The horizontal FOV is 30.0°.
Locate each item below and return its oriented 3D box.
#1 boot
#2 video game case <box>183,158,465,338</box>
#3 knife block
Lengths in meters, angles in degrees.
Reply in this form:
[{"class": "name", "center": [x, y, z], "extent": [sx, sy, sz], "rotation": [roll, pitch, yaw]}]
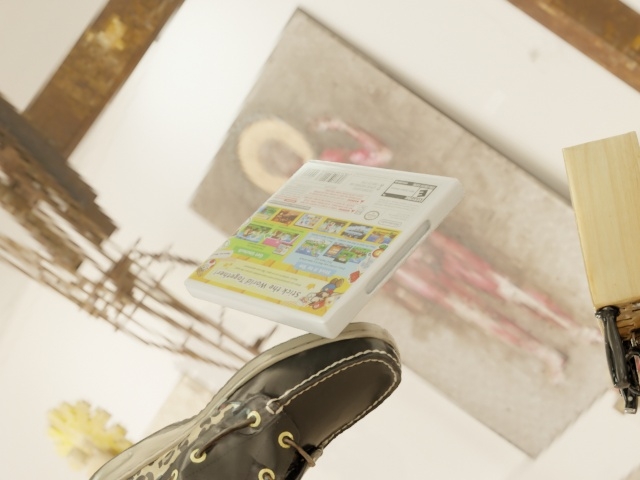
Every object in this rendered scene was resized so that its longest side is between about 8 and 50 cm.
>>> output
[{"class": "boot", "center": [-0.051, 0.269, 1.161], "extent": [0.377, 0.138, 0.284], "rotation": [-30, 41, 5]}, {"class": "video game case", "center": [0.000, 0.000, 1.179], "extent": [0.227, 0.026, 0.206], "rotation": [12, 50, 48]}, {"class": "knife block", "center": [0.335, 0.039, 1.293], "extent": [0.088, 0.276, 0.242], "rotation": [-13, 12, 15]}]
